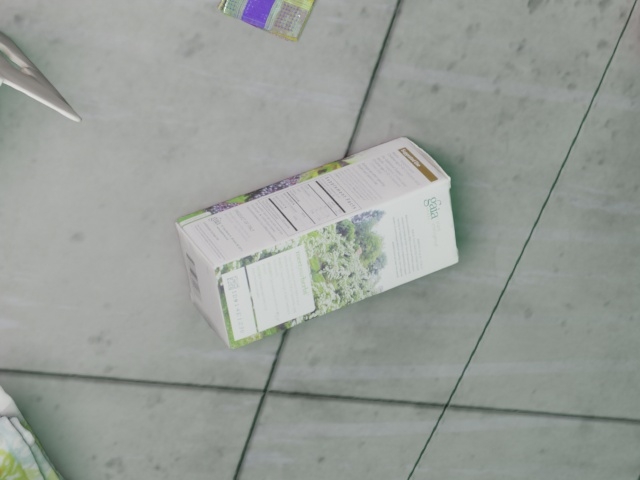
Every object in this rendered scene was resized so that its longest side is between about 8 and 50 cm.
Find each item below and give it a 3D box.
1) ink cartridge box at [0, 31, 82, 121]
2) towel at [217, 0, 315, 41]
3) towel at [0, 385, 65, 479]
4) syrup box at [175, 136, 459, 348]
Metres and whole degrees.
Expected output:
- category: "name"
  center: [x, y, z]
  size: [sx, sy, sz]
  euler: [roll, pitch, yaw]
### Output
- category: "ink cartridge box"
  center: [-0.371, -0.141, 1.438]
  size: [0.353, 0.207, 0.119]
  euler: [24, 102, -35]
- category: "towel"
  center: [-0.042, -0.209, 1.700]
  size: [0.083, 0.009, 0.060]
  euler: [20, 106, -34]
- category: "towel"
  center: [-0.365, 0.306, 1.669]
  size: [0.374, 0.090, 0.320]
  euler: [-41, 154, -14]
- category: "syrup box"
  center: [0.000, 0.000, 1.782]
  size: [0.237, 0.096, 0.093]
  euler: [-21, 126, -17]
